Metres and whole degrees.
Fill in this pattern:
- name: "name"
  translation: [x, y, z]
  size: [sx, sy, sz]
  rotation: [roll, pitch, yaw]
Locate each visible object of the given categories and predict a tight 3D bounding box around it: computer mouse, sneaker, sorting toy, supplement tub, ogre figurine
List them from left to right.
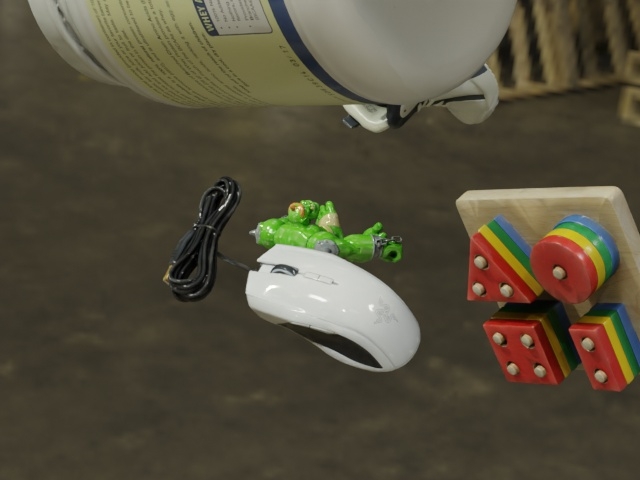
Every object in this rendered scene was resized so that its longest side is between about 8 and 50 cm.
- name: "supplement tub"
  translation: [-0.043, -0.214, 1.183]
  size: [0.324, 0.235, 0.235]
  rotation: [4, 12, 43]
- name: "computer mouse"
  translation: [-0.014, 0.029, 1.175]
  size: [0.193, 0.042, 0.106]
  rotation: [24, 54, 7]
- name: "ogre figurine"
  translation: [0.000, 0.000, 2.047]
  size: [0.118, 0.097, 0.197]
  rotation: [-4, 32, -45]
- name: "sneaker"
  translation: [0.088, -0.156, 1.667]
  size: [0.094, 0.153, 0.235]
  rotation: [37, -9, 31]
- name: "sorting toy"
  translation: [0.288, 0.067, 2.001]
  size: [0.089, 0.255, 0.257]
  rotation: [-38, 23, -33]
